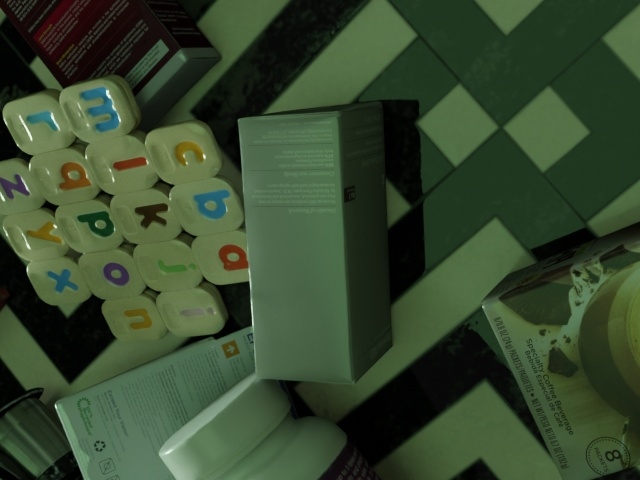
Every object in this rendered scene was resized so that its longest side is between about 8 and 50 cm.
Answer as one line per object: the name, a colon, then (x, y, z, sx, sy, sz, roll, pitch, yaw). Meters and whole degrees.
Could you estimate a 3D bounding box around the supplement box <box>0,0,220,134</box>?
supplement box: (-0.225, -0.228, 0.921, 0.130, 0.073, 0.239, -40, 86, 24)

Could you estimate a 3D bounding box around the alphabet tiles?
alphabet tiles: (-0.200, -0.022, 0.932, 0.277, 0.021, 0.284, -9, 116, 25)

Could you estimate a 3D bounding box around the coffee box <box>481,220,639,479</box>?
coffee box: (0.304, 0.058, 0.740, 0.297, 0.119, 0.168, -26, 90, 24)

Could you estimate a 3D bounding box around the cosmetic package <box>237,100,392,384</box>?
cosmetic package: (0.000, 0.000, 0.848, 0.107, 0.127, 0.238, -2, 101, 21)

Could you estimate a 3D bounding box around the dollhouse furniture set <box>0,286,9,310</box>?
dollhouse furniture set: (-0.550, 0.127, 1.078, 0.201, 0.152, 0.374, 45, 113, 8)

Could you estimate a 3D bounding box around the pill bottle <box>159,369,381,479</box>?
pill bottle: (-0.009, 0.273, 0.867, 0.169, 0.169, 0.302, -36, 92, 24)

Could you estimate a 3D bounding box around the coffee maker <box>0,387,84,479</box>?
coffee maker: (-0.307, 0.280, 1.045, 0.178, 0.120, 0.171, 43, 136, 10)

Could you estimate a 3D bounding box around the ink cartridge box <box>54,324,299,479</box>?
ink cartridge box: (-0.126, 0.223, 0.962, 0.223, 0.045, 0.223, -21, 91, -7)
